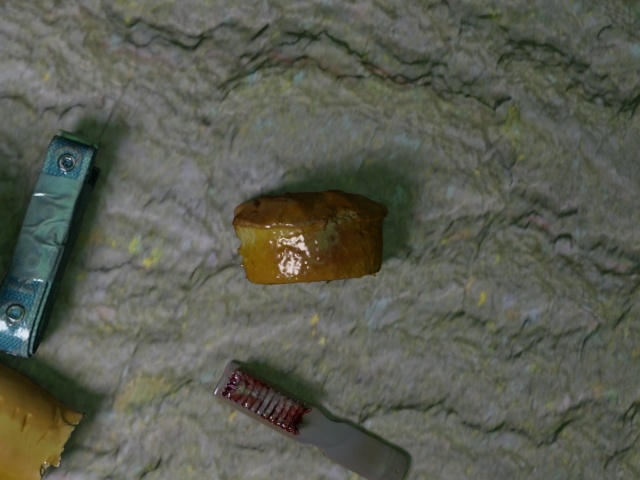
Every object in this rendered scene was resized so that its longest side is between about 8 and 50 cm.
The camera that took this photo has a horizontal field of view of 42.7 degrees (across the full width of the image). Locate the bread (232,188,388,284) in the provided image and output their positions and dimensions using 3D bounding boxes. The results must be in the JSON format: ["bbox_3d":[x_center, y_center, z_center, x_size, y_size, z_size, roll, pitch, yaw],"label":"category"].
[{"bbox_3d":[0.000,0.000,1.170,0.228,0.139,0.143,-7,97,-17],"label":"bread"}]

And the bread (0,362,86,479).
[{"bbox_3d":[-0.407,0.236,1.044,0.173,0.085,0.134,32,78,-14],"label":"bread"}]

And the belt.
[{"bbox_3d":[-0.362,0.003,1.075,0.072,0.087,0.302,17,81,-4],"label":"belt"}]

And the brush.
[{"bbox_3d":[-0.005,0.276,1.196,0.321,0.050,0.060,31,74,-15],"label":"brush"}]
